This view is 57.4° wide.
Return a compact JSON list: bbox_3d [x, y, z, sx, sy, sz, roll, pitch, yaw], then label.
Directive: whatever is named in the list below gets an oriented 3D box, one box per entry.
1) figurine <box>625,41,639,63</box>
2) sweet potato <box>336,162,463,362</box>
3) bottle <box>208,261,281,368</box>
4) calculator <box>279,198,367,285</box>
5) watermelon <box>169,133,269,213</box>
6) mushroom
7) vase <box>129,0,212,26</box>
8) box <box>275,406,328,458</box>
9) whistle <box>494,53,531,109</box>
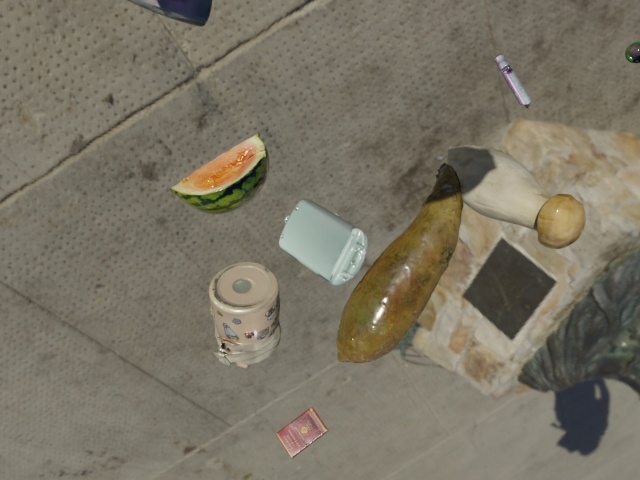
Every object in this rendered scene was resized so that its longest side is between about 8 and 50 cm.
[{"bbox_3d":[0.526,-0.275,0.852,0.197,0.147,0.094,28,74,-60],"label":"figurine"},{"bbox_3d":[0.158,0.048,1.060,0.130,0.130,0.423,34,85,-46],"label":"sweet potato"},{"bbox_3d":[-0.100,0.112,0.787,0.098,0.099,0.152,-14,136,-19],"label":"bottle"},{"bbox_3d":[0.000,0.000,1.332,0.045,0.246,0.141,17,102,-53],"label":"calculator"},{"bbox_3d":[-0.254,-0.164,1.640,0.303,0.128,0.159,-33,100,-10],"label":"watermelon"},{"bbox_3d":[0.348,-0.097,1.111,0.128,0.350,0.128,-15,125,-23],"label":"mushroom"},{"bbox_3d":[-0.311,-0.453,1.063,0.214,0.086,0.086,1,129,-29],"label":"vase"},{"bbox_3d":[-0.033,0.346,1.052,0.082,0.051,0.023,-35,161,-9],"label":"box"},{"bbox_3d":[0.534,-0.440,1.617,0.033,0.177,0.033,-22,163,-7],"label":"whistle"}]
